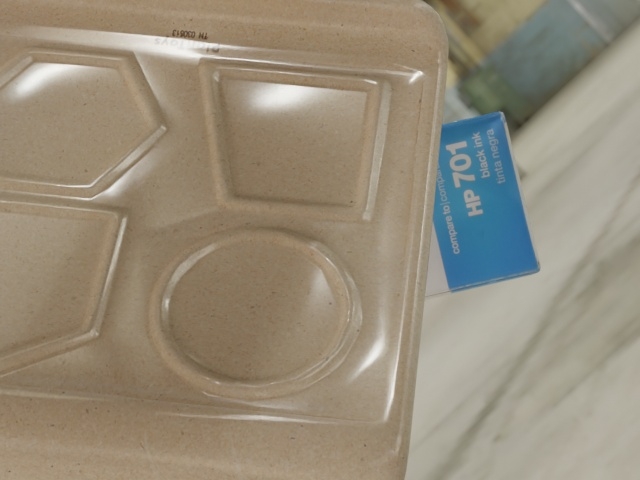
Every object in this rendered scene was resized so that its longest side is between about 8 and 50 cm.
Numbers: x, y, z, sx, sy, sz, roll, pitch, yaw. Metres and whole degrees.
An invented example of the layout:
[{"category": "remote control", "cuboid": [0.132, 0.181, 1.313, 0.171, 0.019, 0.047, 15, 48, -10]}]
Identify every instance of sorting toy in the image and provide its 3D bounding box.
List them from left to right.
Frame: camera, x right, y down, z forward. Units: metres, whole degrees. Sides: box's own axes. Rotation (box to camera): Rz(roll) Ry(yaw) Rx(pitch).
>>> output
[{"category": "sorting toy", "cuboid": [-0.058, -0.005, 0.546, 0.038, 0.193, 0.208, 89, -172, -56]}]

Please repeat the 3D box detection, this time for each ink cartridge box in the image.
[{"category": "ink cartridge box", "cuboid": [0.000, 0.000, 0.769, 0.191, 0.082, 0.139, -12, 0, 0]}]
